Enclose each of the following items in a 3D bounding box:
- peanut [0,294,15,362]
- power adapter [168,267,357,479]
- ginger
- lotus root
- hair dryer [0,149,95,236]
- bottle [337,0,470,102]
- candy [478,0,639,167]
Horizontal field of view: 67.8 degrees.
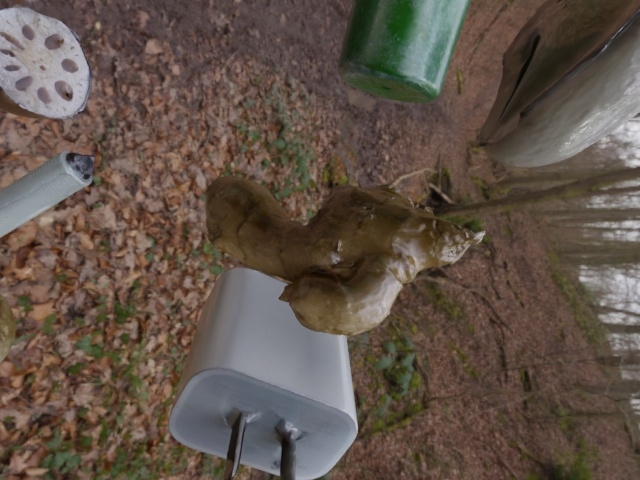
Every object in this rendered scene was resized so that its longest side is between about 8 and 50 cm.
[{"bbox_3d":[-0.474,0.107,0.613,0.120,0.236,0.110,-54,143,-29],"label":"peanut"},{"bbox_3d":[-0.059,0.162,0.535,0.124,0.186,0.255,-60,-165,23],"label":"power adapter"},{"bbox_3d":[0.001,-0.009,0.371,0.133,0.214,0.059,-45,144,-17],"label":"ginger"},{"bbox_3d":[-0.705,-0.404,1.126,0.272,0.191,0.272,-3,90,-67],"label":"lotus root"},{"bbox_3d":[-0.299,-0.008,0.444,0.131,0.236,0.073,64,8,10],"label":"hair dryer"},{"bbox_3d":[0.096,-0.279,0.362,0.093,0.093,0.330,-18,124,-76],"label":"bottle"},{"bbox_3d":[0.433,-0.291,0.705,0.386,0.186,0.427,-60,-174,-29],"label":"candy"}]
